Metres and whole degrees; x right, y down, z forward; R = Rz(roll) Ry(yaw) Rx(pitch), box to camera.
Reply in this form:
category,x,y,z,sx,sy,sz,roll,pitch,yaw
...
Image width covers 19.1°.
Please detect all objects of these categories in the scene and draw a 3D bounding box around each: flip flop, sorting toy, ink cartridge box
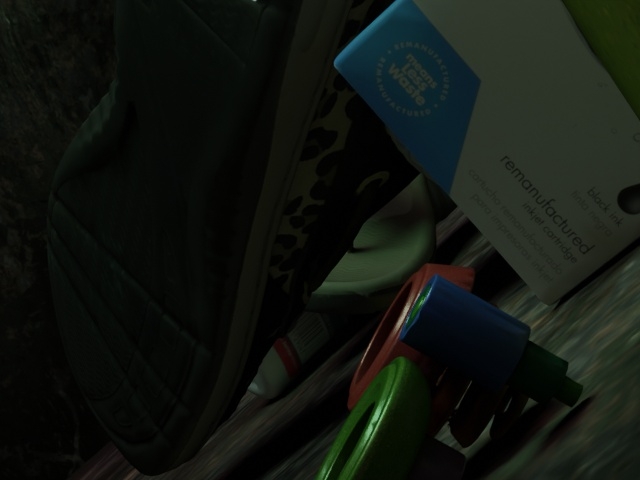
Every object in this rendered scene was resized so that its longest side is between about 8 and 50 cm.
category,x,y,z,sx,sy,sz,roll,pitch,yaw
flip flop,0.022,-0.059,1.065,0.277,0.112,0.080,-68,-22,-46
sorting toy,0.030,0.041,0.437,0.061,0.042,0.102,-59,3,33
ink cartridge box,0.104,-0.077,0.562,0.180,0.104,0.060,-41,1,32

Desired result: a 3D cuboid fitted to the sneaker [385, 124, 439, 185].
category,x,y,z,sx,sy,sz,roll,pitch,yaw
sneaker,0.148,-0.111,0.700,0.268,0.101,0.153,-33,5,37

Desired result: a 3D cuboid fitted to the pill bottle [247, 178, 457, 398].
category,x,y,z,sx,sy,sz,roll,pitch,yaw
pill bottle,0.000,0.000,1.154,0.180,0.108,0.108,-41,1,-17

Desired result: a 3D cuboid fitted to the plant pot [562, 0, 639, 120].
category,x,y,z,sx,sy,sz,roll,pitch,yaw
plant pot,0.091,-0.186,0.347,0.275,0.293,0.275,-42,1,1

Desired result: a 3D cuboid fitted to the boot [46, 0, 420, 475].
category,x,y,z,sx,sy,sz,roll,pitch,yaw
boot,0.034,-0.061,0.873,0.284,0.138,0.377,-19,-37,-33
